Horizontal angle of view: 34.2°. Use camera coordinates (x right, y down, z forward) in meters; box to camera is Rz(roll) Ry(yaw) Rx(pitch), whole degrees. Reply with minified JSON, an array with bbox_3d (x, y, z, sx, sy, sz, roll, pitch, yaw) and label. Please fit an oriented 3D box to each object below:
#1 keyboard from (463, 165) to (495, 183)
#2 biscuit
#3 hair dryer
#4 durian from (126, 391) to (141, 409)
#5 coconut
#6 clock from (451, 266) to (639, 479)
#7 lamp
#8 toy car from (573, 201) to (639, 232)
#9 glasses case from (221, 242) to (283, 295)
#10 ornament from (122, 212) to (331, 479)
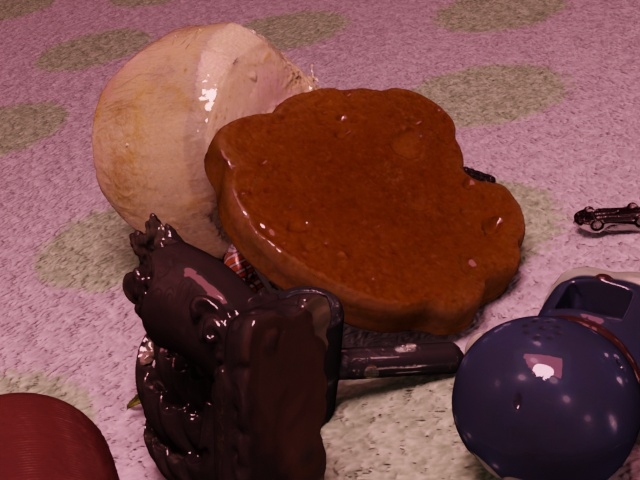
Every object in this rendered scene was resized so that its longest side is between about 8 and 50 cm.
[{"bbox_3d":[0.139,-0.051,1.374,0.204,0.013,0.061,-27,32,-27],"label":"keyboard"},{"bbox_3d":[0.061,-0.050,1.169,0.358,0.074,0.381,33,39,3],"label":"biscuit"},{"bbox_3d":[0.054,0.111,1.018,0.219,0.124,0.071,0,28,-14],"label":"hair dryer"},{"bbox_3d":[-0.114,0.130,1.022,0.215,0.100,0.086,-48,7,35],"label":"durian"},{"bbox_3d":[-0.145,-0.122,1.312,0.254,0.297,0.297,3,30,42],"label":"coconut"},{"bbox_3d":[0.212,0.118,0.904,0.199,0.147,0.243,14,29,31],"label":"clock"},{"bbox_3d":[-0.241,0.233,0.829,0.180,0.180,0.258,-18,30,-12],"label":"lamp"},{"bbox_3d":[0.346,-0.024,1.235,0.093,0.025,0.041,-4,27,6],"label":"toy car"},{"bbox_3d":[0.000,0.000,1.231,0.266,0.103,0.067,-32,-7,-34],"label":"glasses case"},{"bbox_3d":[-0.112,0.116,0.914,0.106,0.251,0.260,-15,24,-43],"label":"ornament"}]
